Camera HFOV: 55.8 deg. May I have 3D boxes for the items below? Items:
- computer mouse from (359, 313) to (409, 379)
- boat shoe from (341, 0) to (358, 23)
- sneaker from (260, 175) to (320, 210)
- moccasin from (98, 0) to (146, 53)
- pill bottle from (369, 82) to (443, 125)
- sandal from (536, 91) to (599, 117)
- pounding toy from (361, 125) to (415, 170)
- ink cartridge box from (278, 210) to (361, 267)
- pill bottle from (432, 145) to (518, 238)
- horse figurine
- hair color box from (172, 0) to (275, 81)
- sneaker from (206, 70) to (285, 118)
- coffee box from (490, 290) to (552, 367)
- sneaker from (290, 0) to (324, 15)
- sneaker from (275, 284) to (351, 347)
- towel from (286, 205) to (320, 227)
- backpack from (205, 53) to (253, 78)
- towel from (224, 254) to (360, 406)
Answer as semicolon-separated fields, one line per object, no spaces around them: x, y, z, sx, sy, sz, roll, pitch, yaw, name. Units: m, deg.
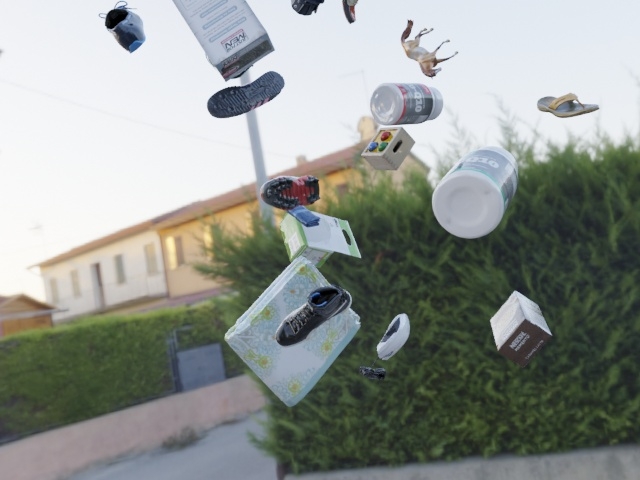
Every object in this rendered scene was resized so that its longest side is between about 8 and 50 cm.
0.180;0.279;1.568;0.042;0.193;0.106;30;-4;41;computer mouse
0.080;-0.651;1.611;0.043;0.137;0.049;-5;19;20;boat shoe
-0.113;-0.140;1.781;0.135;0.097;0.276;0;8;27;sneaker
-0.702;-0.782;2.149;0.138;0.342;0.117;-44;-48;1;moccasin
0.342;-0.532;2.352;0.283;0.161;0.161;-13;-1;-41;pill bottle
0.573;-0.325;1.419;0.072;0.049;0.180;-22;27;-10;sandal
0.224;-0.345;2.109;0.094;0.181;0.206;41;-14;-29;pounding toy
0.000;0.000;2.164;0.255;0.188;0.097;13;-48;-35;ink cartridge box
0.483;-0.161;1.832;0.204;0.204;0.361;-13;16;31;pill bottle
0.392;-0.726;2.293;0.174;0.263;0.066;-40;-21;-9;horse figurine
-0.316;-0.688;1.823;0.185;0.374;0.113;-32;-15;1;hair color box
-0.274;-0.497;2.161;0.319;0.112;0.131;-28;-2;-29;sneaker
0.634;0.277;1.930;0.141;0.098;0.246;-56;0;17;coffee box
0.014;-0.608;1.482;0.086;0.226;0.163;-8;-41;-41;sneaker
-0.033;0.174;1.455;0.217;0.079;0.121;-35;-24;2;sneaker
-0.059;-0.086;1.991;0.067;0.029;0.119;-14;42;-41;towel
-0.299;-0.648;2.052;0.166;0.188;0.144;39;0;-33;backpack
-0.076;0.279;1.893;0.374;0.320;0.090;-48;19;-24;towel
